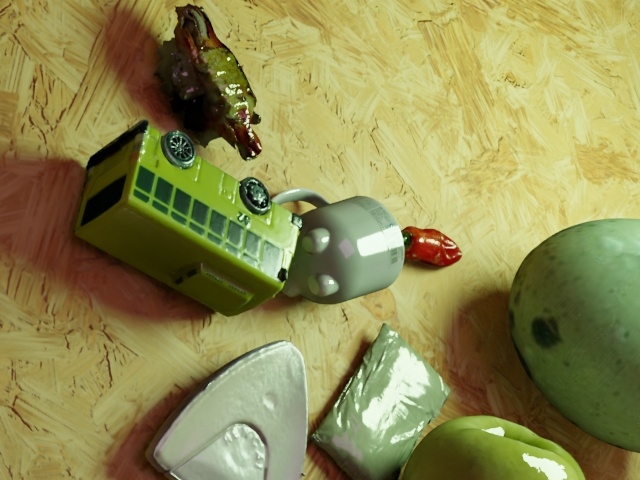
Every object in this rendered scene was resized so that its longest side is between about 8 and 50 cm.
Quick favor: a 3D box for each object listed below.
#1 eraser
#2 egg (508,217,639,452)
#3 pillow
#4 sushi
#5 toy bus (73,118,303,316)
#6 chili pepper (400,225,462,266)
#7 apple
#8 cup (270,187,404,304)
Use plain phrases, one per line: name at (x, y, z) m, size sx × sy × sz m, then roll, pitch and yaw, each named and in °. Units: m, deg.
eraser at (-0.090, 0.227, 1.616) m, size 0.204 × 0.059 × 0.243 m, roll 43°, pitch 52°, yaw -20°
egg at (0.477, 0.141, 1.982) m, size 0.427 × 0.345 × 0.345 m, roll 20°, pitch 58°, yaw -19°
pillow at (0.087, 0.235, 1.788) m, size 0.148 × 0.050 × 0.230 m, roll 45°, pitch 47°, yaw -11°
sushi at (-0.150, -0.201, 1.729) m, size 0.226 × 0.103 × 0.097 m, roll 60°, pitch 18°, yaw -1°
toy bus at (-0.158, -0.016, 1.608) m, size 0.262 × 0.128 × 0.150 m, roll 31°, pitch 49°, yaw -30°
chili pepper at (0.158, 0.009, 1.949) m, size 0.191 × 0.050 × 0.059 m, roll 10°, pitch 49°, yaw -48°
apple at (0.223, 0.354, 1.708) m, size 0.262 × 0.262 × 0.262 m, roll 19°, pitch 60°, yaw -36°
cup at (0.009, 0.000, 1.757) m, size 0.142 × 0.134 × 0.174 m, roll -16°, pitch 85°, yaw -43°
